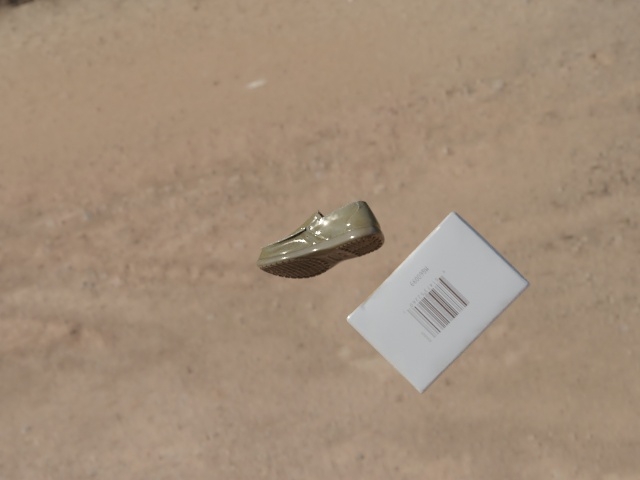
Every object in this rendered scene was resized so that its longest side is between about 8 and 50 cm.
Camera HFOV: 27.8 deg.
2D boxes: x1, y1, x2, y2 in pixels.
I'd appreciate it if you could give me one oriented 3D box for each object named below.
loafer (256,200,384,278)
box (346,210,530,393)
[{"bbox_3d":[0.000,0.000,1.301,0.148,0.056,0.050,-16,61,29],"label":"loafer"},{"bbox_3d":[0.108,0.053,1.139,0.130,0.091,0.170,-46,-7,4],"label":"box"}]
